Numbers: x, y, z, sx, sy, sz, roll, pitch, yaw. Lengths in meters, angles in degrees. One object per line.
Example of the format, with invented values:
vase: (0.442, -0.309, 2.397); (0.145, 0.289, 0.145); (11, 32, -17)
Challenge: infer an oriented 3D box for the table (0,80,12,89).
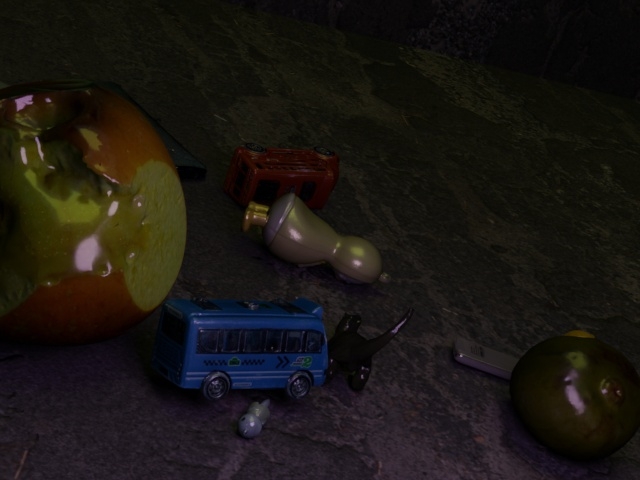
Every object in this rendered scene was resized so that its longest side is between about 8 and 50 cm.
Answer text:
table: (-0.530, -0.196, 2.157); (0.220, 0.126, 0.126); (25, 24, 13)

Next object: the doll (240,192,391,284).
doll: (-0.006, 0.011, 2.167); (0.296, 0.117, 0.141); (33, 9, -4)

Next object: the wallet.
wallet: (-0.402, -0.228, 2.425); (0.190, 0.046, 0.379); (-7, 36, -44)

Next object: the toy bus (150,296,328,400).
toy bus: (-0.110, 0.151, 1.707); (0.246, 0.134, 0.113); (3, 11, -33)

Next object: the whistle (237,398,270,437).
whistle: (-0.091, 0.248, 1.668); (0.035, 0.035, 0.100); (24, 22, 8)

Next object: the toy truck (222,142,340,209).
toy truck: (-0.063, -0.122, 2.395); (0.252, 0.107, 0.114); (0, 31, -35)

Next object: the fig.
fig: (0.395, 0.253, 1.896); (0.203, 0.203, 0.225); (3, -13, -35)

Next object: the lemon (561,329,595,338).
lemon: (0.478, 0.199, 2.189); (0.092, 0.065, 0.065); (9, 24, -3)

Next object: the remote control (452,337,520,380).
remote control: (0.349, 0.232, 2.066); (0.261, 0.029, 0.067); (20, 23, -6)

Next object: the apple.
apple: (-0.362, -0.045, 1.663); (0.374, 0.374, 0.384); (13, 20, -16)

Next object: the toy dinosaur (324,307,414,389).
toy dinosaur: (0.055, 0.136, 1.845); (0.087, 0.179, 0.187); (12, 22, -20)
